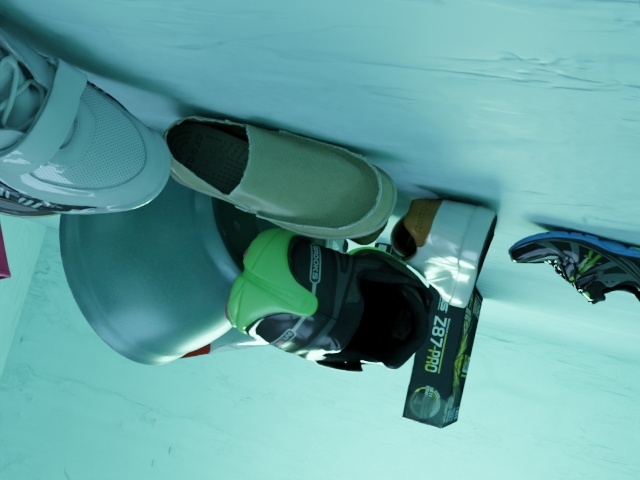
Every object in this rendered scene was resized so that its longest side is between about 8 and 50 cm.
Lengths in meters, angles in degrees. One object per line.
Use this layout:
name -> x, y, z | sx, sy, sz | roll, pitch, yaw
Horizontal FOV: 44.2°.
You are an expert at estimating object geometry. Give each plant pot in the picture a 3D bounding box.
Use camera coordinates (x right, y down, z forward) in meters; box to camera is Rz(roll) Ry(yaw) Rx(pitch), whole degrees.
plant pot -> -0.173, 0.002, 1.064 | 0.196, 0.293, 0.293 | -19, 158, 24

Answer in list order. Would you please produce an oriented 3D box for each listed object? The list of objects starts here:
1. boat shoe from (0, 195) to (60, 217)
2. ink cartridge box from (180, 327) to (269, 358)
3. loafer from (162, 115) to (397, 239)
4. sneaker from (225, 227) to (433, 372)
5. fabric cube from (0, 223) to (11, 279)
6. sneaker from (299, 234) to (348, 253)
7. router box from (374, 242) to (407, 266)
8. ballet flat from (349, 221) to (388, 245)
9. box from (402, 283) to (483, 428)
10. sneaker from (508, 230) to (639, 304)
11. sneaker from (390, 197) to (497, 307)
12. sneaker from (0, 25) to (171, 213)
boat shoe -> -0.576, -0.125, 1.314 | 0.356, 0.132, 0.130 | 15, 173, -14
ink cartridge box -> -0.150, 0.078, 1.218 | 0.233, 0.189, 0.066 | -10, 156, 17
loafer -> -0.054, -0.067, 0.830 | 0.269, 0.101, 0.092 | 14, 179, 12
sneaker -> 0.057, 0.107, 1.068 | 0.202, 0.185, 0.483 | 27, -172, 25
fabric cube -> -0.602, -0.056, 1.047 | 0.259, 0.258, 0.254 | -13, 174, 0
sneaker -> 0.000, 0.000, 1.384 | 0.132, 0.086, 0.229 | 12, -176, -21
router box -> 0.127, 0.062, 1.510 | 0.038, 0.092, 0.122 | 11, 172, 24
ballet flat -> 0.008, -0.050, 1.055 | 0.206, 0.073, 0.067 | 16, 146, -34
box -> 0.283, 0.253, 1.784 | 0.097, 0.318, 0.395 | 13, 172, 17
sneaker -> 0.324, 0.035, 0.962 | 0.188, 0.078, 0.067 | 14, 173, 10
sneaker -> 0.159, 0.007, 1.037 | 0.123, 0.105, 0.290 | 18, 164, 14
sneaker -> -0.278, -0.120, 0.665 | 0.366, 0.137, 0.210 | 25, 171, -26
